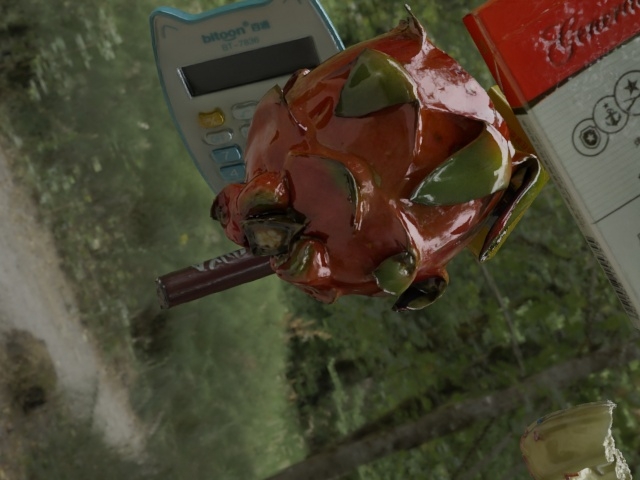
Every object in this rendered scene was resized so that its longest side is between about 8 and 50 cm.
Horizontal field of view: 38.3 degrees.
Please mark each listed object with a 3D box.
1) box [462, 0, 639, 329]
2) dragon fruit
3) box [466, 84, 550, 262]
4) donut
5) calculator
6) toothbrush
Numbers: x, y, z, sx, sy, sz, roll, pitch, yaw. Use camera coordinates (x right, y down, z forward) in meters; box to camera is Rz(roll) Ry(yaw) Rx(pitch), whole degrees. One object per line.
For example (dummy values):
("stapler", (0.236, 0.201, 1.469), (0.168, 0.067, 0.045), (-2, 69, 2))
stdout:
("box", (0.210, -0.075, 0.598), (0.245, 0.139, 0.035), (57, -1, -8))
("dragon fruit", (0.041, -0.051, 0.738), (0.224, 0.227, 0.224), (36, -9, 6))
("box", (0.154, -0.057, 0.828), (0.087, 0.023, 0.155), (49, -36, 20))
("donut", (0.269, 0.230, 0.977), (0.166, 0.108, 0.065), (58, 23, -54))
("calculator", (-0.066, -0.168, 1.244), (0.054, 0.256, 0.386), (-87, 162, -51))
("toothbrush", (0.000, -0.001, 0.980), (0.041, 0.364, 0.040), (55, -24, 40))
